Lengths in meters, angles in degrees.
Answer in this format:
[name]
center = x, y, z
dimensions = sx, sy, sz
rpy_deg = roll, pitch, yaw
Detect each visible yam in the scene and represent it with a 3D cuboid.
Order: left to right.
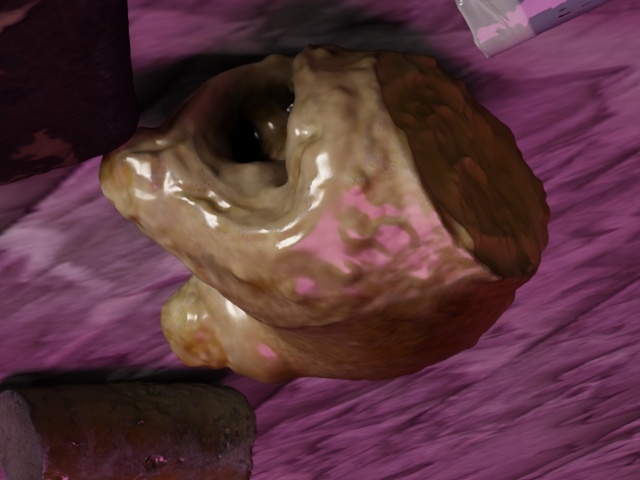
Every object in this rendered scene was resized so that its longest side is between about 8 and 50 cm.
[yam]
center = -0.123, 0.127, 1.130
dimensions = 0.179, 0.078, 0.078
rpy_deg = 3, 150, -42

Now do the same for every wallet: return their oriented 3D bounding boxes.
[wallet]
center = -0.148, -0.064, 0.600
dimensions = 0.170, 0.044, 0.321
rpy_deg = -8, 171, -6

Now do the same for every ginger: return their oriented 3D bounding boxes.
[ginger]
center = 0.000, 0.000, 0.862
dimensions = 0.221, 0.130, 0.276
rpy_deg = -22, 154, 34

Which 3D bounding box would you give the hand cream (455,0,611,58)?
[hand cream]
center = 0.174, -0.151, 0.742
dimensions = 0.255, 0.048, 0.079
rpy_deg = -26, 162, 14
